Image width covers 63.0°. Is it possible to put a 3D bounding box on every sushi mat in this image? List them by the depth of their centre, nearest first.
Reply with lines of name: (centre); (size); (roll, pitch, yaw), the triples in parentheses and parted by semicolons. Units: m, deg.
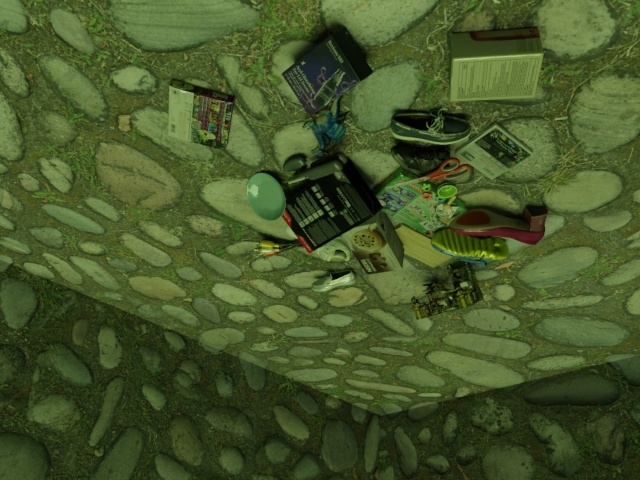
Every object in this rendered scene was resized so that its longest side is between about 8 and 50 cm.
sushi mat: (0.420, 0.027, 2.254); (0.317, 0.019, 0.151); (25, 142, -22)

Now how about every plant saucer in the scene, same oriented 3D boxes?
plant saucer: (-0.203, -0.173, 2.029); (0.195, 0.037, 0.194); (15, 118, 30)

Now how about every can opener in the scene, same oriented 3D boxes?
can opener: (-0.033, -0.266, 1.845); (0.284, 0.076, 0.095); (-11, 129, 49)

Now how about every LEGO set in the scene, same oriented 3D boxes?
LEGO set: (0.547, 0.213, 2.311); (0.255, 0.192, 0.331); (-10, 170, -45)

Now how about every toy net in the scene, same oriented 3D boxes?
toy net: (0.442, -0.136, 1.906); (0.122, 0.045, 0.232); (-14, 143, 13)

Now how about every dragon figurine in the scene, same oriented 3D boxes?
dragon figurine: (0.040, -0.385, 1.705); (0.144, 0.085, 0.289); (29, 140, -26)

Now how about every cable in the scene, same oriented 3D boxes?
cable: (-0.151, 0.037, 2.336); (0.288, 0.072, 0.139); (2, 149, 8)

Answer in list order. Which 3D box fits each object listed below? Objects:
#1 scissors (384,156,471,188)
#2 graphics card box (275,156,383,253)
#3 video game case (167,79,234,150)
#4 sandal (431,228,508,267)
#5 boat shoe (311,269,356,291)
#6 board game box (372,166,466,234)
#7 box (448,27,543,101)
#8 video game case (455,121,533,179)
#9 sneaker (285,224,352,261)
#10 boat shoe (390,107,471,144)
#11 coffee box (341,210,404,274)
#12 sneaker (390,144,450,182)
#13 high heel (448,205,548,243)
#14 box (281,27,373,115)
scissors: (0.371, -0.211, 1.806); (0.297, 0.021, 0.109); (-23, 145, 37)
graphics card box: (0.026, -0.125, 1.978); (0.371, 0.094, 0.232); (-32, 96, 42)
video game case: (-0.410, -0.422, 1.780); (0.211, 0.041, 0.232); (14, 144, -7)
sandal: (0.604, 0.044, 2.160); (0.318, 0.126, 0.138); (14, 148, -6)
boat shoe: (0.057, 0.182, 2.503); (0.227, 0.083, 0.075); (-16, 127, 12)
board game box: (0.366, -0.145, 2.004); (0.318, 0.046, 0.213); (26, 140, -22)
box: (0.477, -0.484, 1.445); (0.233, 0.126, 0.148); (1, 144, 11)
video game case: (0.588, -0.299, 1.769); (0.191, 0.022, 0.173); (28, 140, -24)
sneaker: (0.000, 0.000, 2.187); (0.305, 0.152, 0.114); (14, 146, -6)
boat shoe: (0.352, -0.370, 1.663); (0.255, 0.095, 0.079); (9, 156, 14)
coffee box: (0.216, 0.000, 2.152); (0.168, 0.118, 0.297); (-11, 135, 26)
sneaker: (0.353, -0.288, 1.780); (0.228, 0.087, 0.130); (23, 140, -25)
high heel: (0.679, -0.026, 2.007); (0.378, 0.127, 0.181); (-4, 133, 3)
box: (0.019, -0.485, 1.509); (0.207, 0.108, 0.153); (-27, 105, 38)
